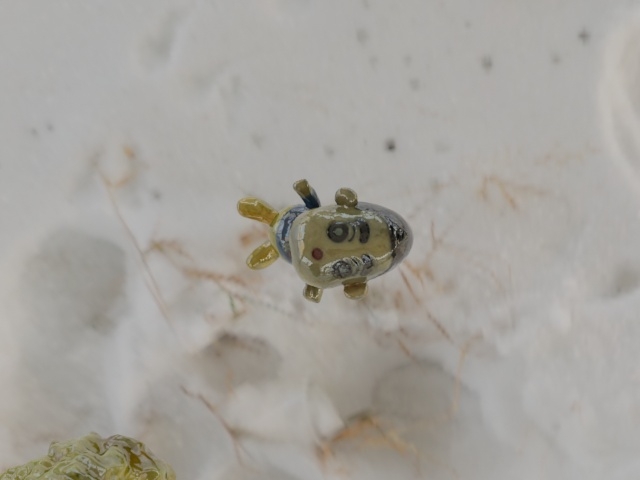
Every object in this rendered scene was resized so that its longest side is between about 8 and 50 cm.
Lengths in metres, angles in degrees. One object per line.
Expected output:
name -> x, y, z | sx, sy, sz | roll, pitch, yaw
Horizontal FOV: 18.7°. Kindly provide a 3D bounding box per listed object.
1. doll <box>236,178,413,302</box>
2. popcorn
doll -> 0.000, 0.000, 1.551 | 0.179, 0.089, 0.102 | -2, 100, 41
popcorn -> -0.180, 0.232, 1.412 | 0.156, 0.197, 0.197 | -5, 68, 35
